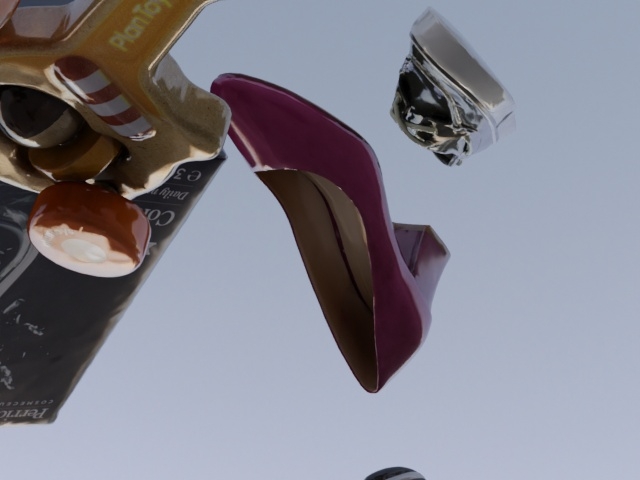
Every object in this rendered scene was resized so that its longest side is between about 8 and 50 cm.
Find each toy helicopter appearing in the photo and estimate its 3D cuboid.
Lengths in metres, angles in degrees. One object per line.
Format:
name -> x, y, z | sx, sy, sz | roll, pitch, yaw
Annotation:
toy helicopter -> -0.145, -0.124, 0.624 | 0.235, 0.140, 0.355 | 28, -34, -24

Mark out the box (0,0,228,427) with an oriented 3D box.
box -> -0.446, -0.042, 1.126 | 0.479, 0.297, 0.472 | 5, -47, -43

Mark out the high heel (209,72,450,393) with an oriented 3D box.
high heel -> 0.000, 0.000, 1.048 | 0.377, 0.127, 0.181 | 40, -115, -33

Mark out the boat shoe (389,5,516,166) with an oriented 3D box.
boat shoe -> 0.089, -0.092, 0.719 | 0.070, 0.078, 0.219 | -40, -17, 7

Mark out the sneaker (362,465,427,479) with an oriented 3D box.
sneaker -> -0.002, 0.363, 1.167 | 0.281, 0.106, 0.163 | -10, -48, -17
